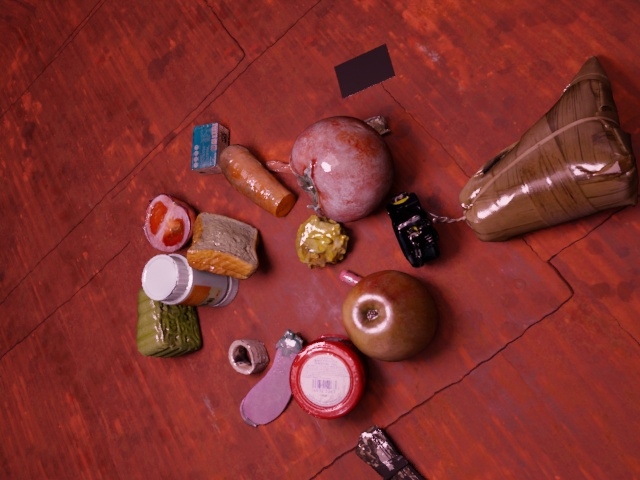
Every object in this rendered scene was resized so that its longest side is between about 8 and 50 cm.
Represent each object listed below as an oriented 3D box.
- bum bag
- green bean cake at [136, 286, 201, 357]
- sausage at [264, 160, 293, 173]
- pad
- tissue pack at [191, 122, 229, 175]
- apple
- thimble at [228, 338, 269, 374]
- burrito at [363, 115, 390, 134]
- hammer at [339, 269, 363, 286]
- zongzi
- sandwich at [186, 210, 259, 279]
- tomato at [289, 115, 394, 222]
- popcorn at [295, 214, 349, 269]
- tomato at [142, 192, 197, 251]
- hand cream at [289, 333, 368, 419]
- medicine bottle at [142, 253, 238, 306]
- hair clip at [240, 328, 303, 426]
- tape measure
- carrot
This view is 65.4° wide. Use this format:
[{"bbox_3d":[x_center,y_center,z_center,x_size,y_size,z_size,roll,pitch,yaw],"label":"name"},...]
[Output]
[{"bbox_3d":[0.200,0.631,1.383,0.102,0.069,0.248,-44,67,-5],"label":"bum bag"},{"bbox_3d":[-0.518,0.267,1.688,0.124,0.222,0.248,-26,68,20],"label":"green bean cake"},{"bbox_3d":[-0.120,-0.245,1.698,0.157,0.036,0.042,16,112,25],"label":"sausage"},{"bbox_3d":[0.143,-0.559,1.650,0.190,0.004,0.127,-18,74,20],"label":"pad"},{"bbox_3d":[-0.401,-0.330,1.814,0.120,0.082,0.169,-4,80,25],"label":"tissue pack"},{"bbox_3d":[0.188,0.204,1.373,0.256,0.234,0.257,-6,75,24],"label":"apple"},{"bbox_3d":[-0.234,0.374,1.612,0.115,0.090,0.102,30,94,27],"label":"thimble"},{"bbox_3d":[0.107,-0.333,1.595,0.229,0.063,0.058,-18,64,19],"label":"burrito"},{"bbox_3d":[0.097,0.120,1.532,0.083,0.043,0.043,27,93,24],"label":"hammer"},{"bbox_3d":[0.550,-0.228,1.359,0.500,0.218,0.467,-21,44,34],"label":"zongzi"},{"bbox_3d":[-0.305,0.014,1.598,0.087,0.226,0.251,-60,21,26],"label":"sandwich"},{"bbox_3d":[0.061,-0.206,1.459,0.282,0.317,0.317,-35,67,-12],"label":"tomato"},{"bbox_3d":[0.007,0.001,1.547,0.173,0.142,0.174,-18,59,32],"label":"popcorn"},{"bbox_3d":[-0.530,-0.057,1.811,0.228,0.112,0.199,40,106,24],"label":"tomato"},{"bbox_3d":[0.026,0.389,1.433,0.230,0.149,0.230,0,88,11],"label":"hand cream"},{"bbox_3d":[-0.413,0.133,1.609,0.158,0.318,0.158,-4,79,23],"label":"medicine bottle"},{"bbox_3d":[-0.139,0.444,1.572,0.359,0.110,0.095,-64,24,7],"label":"hair clip"},{"bbox_3d":[0.268,-0.025,1.403,0.112,0.199,0.186,-21,118,13],"label":"tape measure"},{"bbox_3d":[-0.224,-0.202,1.682,0.302,0.138,0.139,43,99,22],"label":"carrot"}]
